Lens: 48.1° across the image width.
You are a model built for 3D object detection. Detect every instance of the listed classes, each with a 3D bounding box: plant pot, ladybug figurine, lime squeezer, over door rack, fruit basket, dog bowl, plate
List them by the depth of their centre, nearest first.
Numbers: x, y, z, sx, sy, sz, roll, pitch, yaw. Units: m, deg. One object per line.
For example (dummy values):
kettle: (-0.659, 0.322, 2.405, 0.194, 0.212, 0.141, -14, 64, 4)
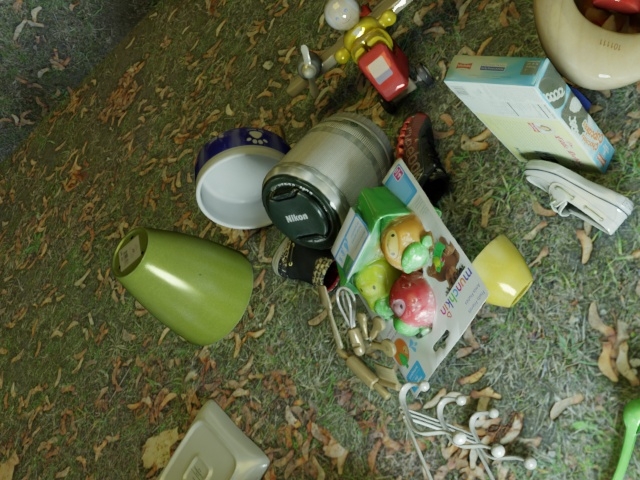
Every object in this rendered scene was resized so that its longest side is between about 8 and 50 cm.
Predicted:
lime squeezer: (0.531, 0.269, 1.077, 0.310, 0.059, 0.110, -38, 45, 17)
over door rack: (0.254, 0.387, 1.122, 0.108, 0.239, 0.324, -35, 46, 28)
plant pot: (0.336, 0.069, 1.333, 0.095, 0.134, 0.134, 42, 96, 22)
ladybug figurine: (0.563, -0.477, 1.381, 0.305, 0.162, 0.449, 20, 75, 9)
fruit basket: (0.155, 0.074, 1.391, 0.327, 0.165, 0.353, 115, 145, -42)
plate: (-0.270, 0.539, 1.636, 0.277, 0.045, 0.278, 30, 88, 46)
plant pot: (-0.368, 0.091, 1.811, 0.274, 0.293, 0.275, -21, 53, 31)
dog bowl: (-0.185, -0.154, 1.818, 0.265, 0.265, 0.104, -34, 45, 22)

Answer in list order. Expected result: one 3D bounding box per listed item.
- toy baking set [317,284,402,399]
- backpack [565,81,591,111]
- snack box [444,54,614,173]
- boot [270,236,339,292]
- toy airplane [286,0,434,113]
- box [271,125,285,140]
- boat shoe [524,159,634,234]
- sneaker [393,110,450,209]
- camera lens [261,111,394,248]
toy baking set: (0.081, 0.197, 1.445, 0.030, 0.197, 0.256, -22, 40, -31)
backpack: (0.456, -0.275, 1.442, 0.101, 0.098, 0.120, -56, 44, 5)
snack box: (0.386, -0.226, 1.308, 0.187, 0.322, 0.060, 18, 80, 45)
boot: (0.001, 0.002, 1.698, 0.178, 0.085, 0.236, 21, 80, 42)
toy airplane: (0.106, -0.524, 1.777, 0.384, 0.272, 0.386, 11, 73, 45)
box: (-0.157, -0.206, 2.002, 0.164, 0.021, 0.201, -33, 48, 23)
boat shoe: (0.460, -0.082, 1.332, 0.226, 0.083, 0.076, 33, 88, 46)
sneaker: (0.227, -0.164, 1.580, 0.135, 0.097, 0.276, -6, 64, 40)
camera lens: (0.017, -0.133, 1.599, 0.219, 0.219, 0.274, -2, 38, 41)
